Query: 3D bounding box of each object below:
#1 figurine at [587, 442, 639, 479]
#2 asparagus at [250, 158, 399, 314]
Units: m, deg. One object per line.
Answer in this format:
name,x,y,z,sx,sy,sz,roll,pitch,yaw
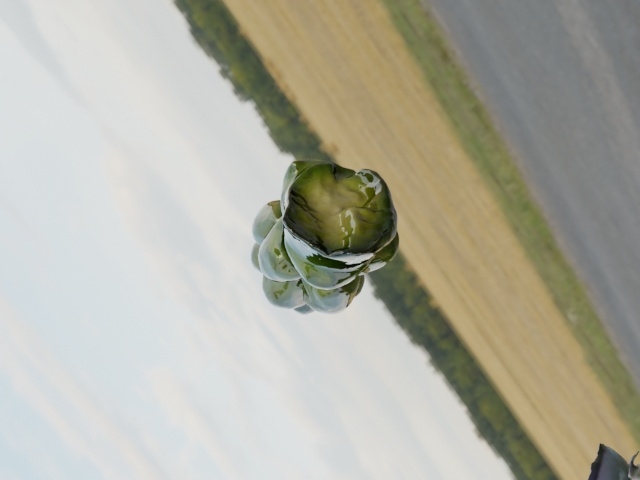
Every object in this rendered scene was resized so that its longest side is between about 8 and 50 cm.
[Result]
figurine,0.374,0.256,0.879,0.388,0.276,0.248,13,150,19
asparagus,0.000,0.000,0.674,0.080,0.080,0.287,55,168,6
